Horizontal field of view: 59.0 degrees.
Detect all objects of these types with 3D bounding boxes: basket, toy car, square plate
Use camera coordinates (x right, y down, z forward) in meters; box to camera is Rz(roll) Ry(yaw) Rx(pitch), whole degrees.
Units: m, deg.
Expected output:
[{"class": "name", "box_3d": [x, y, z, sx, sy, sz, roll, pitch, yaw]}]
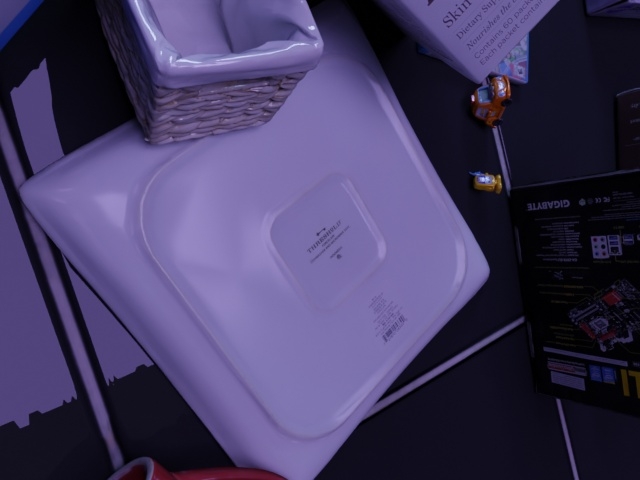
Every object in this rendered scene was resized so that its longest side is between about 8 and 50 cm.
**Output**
[{"class": "basket", "box_3d": [-0.090, -0.163, 0.392, 0.113, 0.103, 0.167, -17, 78, -27]}, {"class": "toy car", "box_3d": [0.184, -0.118, 0.621, 0.040, 0.060, 0.122, 4, 78, 0]}, {"class": "square plate", "box_3d": [0.000, 0.000, 0.502, 0.347, 0.049, 0.344, -41, 108, -26]}]

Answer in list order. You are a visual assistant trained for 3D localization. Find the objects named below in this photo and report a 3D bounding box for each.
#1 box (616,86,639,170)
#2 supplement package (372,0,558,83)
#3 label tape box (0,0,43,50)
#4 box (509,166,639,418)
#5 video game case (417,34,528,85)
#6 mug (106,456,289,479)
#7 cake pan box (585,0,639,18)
[{"class": "box", "box_3d": [0.529, -0.112, 0.769, 0.168, 0.167, 0.203, -1, 89, -32]}, {"class": "supplement package", "box_3d": [0.074, -0.300, 0.429, 0.262, 0.198, 0.199, 35, 109, -26]}, {"class": "label tape box", "box_3d": [-0.298, -0.212, 0.265, 0.347, 0.115, 0.249, 26, 72, 6]}, {"class": "box", "box_3d": [0.351, 0.051, 0.560, 0.079, 0.322, 0.257, -12, 94, -30]}, {"class": "video game case", "box_3d": [0.179, -0.253, 0.644, 0.166, 0.015, 0.119, 5, 86, -32]}, {"class": "mug", "box_3d": [-0.091, 0.235, 0.415, 0.169, 0.113, 0.150, 49, 31, -16]}, {"class": "cake pan box", "box_3d": [0.456, -0.443, 0.797, 0.266, 0.070, 0.246, -13, 93, -32]}]
